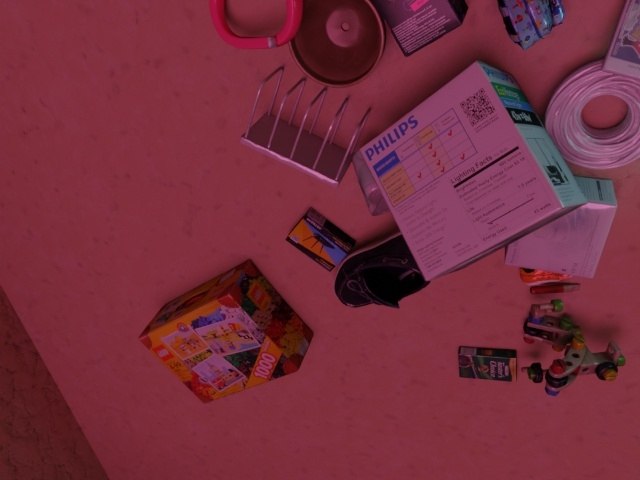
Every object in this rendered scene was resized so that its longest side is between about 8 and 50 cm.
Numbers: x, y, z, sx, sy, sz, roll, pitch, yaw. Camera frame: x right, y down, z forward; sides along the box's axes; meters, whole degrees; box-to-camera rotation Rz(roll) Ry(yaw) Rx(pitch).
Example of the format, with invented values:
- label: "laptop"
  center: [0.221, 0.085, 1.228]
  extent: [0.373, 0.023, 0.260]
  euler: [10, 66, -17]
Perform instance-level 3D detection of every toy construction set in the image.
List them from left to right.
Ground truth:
- label: "toy construction set"
  center: [0.728, 0.276, 1.624]
  extent: [0.237, 0.257, 0.309]
  euler: [-5, 100, 2]

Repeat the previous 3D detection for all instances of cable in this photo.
- label: "cable"
  center: [0.650, -0.290, 1.295]
  extent: [0.257, 0.089, 0.257]
  euler: [12, 128, 13]

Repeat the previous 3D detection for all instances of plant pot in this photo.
- label: "plant pot"
  center: [0.047, -0.496, 1.354]
  extent: [0.237, 0.110, 0.238]
  euler: [9, 126, 13]

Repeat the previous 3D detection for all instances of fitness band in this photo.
- label: "fitness band"
  center: [-0.160, -0.563, 1.343]
  extent: [0.290, 0.054, 0.209]
  euler: [16, 118, 39]

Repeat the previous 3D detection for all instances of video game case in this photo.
- label: "video game case"
  center: [0.699, -0.421, 1.159]
  extent: [0.183, 0.023, 0.202]
  euler: [18, 94, 7]

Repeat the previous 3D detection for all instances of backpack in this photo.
- label: "backpack"
  center: [0.434, -0.487, 1.178]
  extent: [0.116, 0.173, 0.158]
  euler: [-18, 115, 30]

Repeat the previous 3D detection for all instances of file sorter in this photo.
- label: "file sorter"
  center: [-0.030, -0.301, 1.471]
  extent: [0.277, 0.193, 0.173]
  euler: [26, 125, 1]

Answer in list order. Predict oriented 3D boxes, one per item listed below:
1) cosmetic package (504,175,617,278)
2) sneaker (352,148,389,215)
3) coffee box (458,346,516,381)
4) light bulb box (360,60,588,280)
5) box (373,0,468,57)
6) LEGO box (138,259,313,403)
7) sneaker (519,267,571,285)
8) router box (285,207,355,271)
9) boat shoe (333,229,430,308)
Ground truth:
- label: "cosmetic package"
  center: [0.604, -0.043, 1.456]
  extent: [0.224, 0.138, 0.224]
  euler: [10, 126, 15]
- label: "sneaker"
  center: [0.152, -0.164, 1.548]
  extent: [0.094, 0.151, 0.256]
  euler: [-20, 162, 7]
- label: "coffee box"
  center: [0.546, 0.405, 1.855]
  extent: [0.184, 0.040, 0.113]
  euler: [1, 124, 19]
- label: "light bulb box"
  center: [0.348, -0.152, 1.324]
  extent: [0.358, 0.225, 0.361]
  euler: [-34, 76, 35]
- label: "box"
  center: [0.188, -0.564, 1.217]
  extent: [0.143, 0.165, 0.270]
  euler: [-22, 114, 31]
- label: "LEGO box"
  center: [-0.338, 0.342, 2.036]
  extent: [0.500, 0.193, 0.372]
  euler: [-27, 112, 33]
- label: "sneaker"
  center: [0.641, 0.078, 1.577]
  extent: [0.175, 0.064, 0.068]
  euler: [-17, 107, 26]
- label: "router box"
  center: [0.000, 0.000, 1.763]
  extent: [0.178, 0.046, 0.133]
  euler: [36, 128, -8]
- label: "boat shoe"
  center: [0.173, 0.112, 1.659]
  extent: [0.186, 0.156, 0.500]
  euler: [32, 147, -14]
